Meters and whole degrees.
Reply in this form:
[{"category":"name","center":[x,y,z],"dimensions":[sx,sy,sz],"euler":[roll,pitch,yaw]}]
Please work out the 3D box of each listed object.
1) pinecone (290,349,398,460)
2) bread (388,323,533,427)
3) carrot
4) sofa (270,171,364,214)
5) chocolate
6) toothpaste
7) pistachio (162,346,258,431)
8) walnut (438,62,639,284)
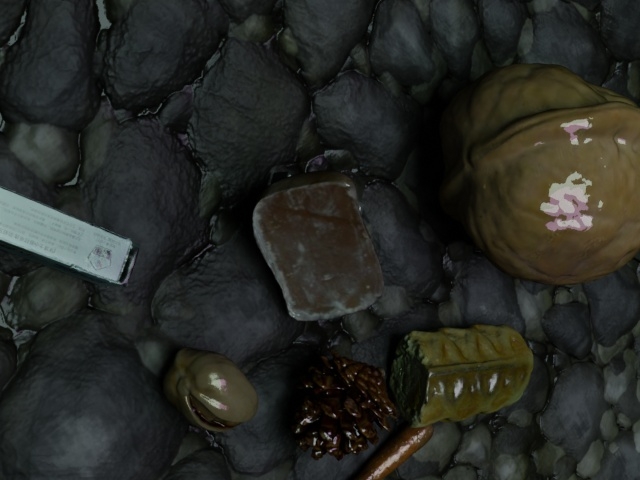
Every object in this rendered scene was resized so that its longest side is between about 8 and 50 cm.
[{"category":"pinecone","center":[0.028,0.251,1.380],"dimensions":[0.173,0.173,0.173],"euler":[-3,96,-32]},{"category":"bread","center":[0.241,0.215,1.519],"dimensions":[0.267,0.130,0.152],"euler":[-3,91,-33]},{"category":"carrot","center":[0.108,0.354,1.498],"dimensions":[0.191,0.047,0.047],"euler":[-35,111,-21]},{"category":"sofa","center":[-0.009,-0.040,1.379],"dimensions":[0.147,0.060,0.085],"euler":[22,83,-32]},{"category":"chocolate","center":[-0.002,-0.001,1.328],"dimensions":[0.157,0.080,0.254],"euler":[-12,130,9]},{"category":"toothpaste","center":[-0.378,-0.024,1.132],"dimensions":[0.313,0.089,0.071],"euler":[25,74,-31]},{"category":"pistachio","center":[-0.152,0.211,1.291],"dimensions":[0.149,0.113,0.113],"euler":[45,70,-43]},{"category":"walnut","center":[0.362,-0.104,1.457],"dimensions":[0.381,0.381,0.381],"euler":[-3,96,-32]}]
